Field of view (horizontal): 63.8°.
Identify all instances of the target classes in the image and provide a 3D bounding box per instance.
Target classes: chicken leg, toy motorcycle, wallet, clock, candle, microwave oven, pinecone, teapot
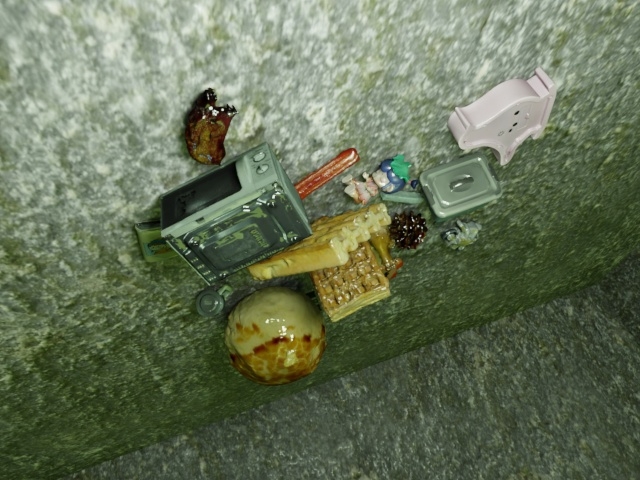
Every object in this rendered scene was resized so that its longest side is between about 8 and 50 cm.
[{"bbox_3d":[-0.236,-0.227,1.091,0.105,0.063,0.234,-3,149,-24],"label":"chicken leg"},{"bbox_3d":[0.554,-0.023,1.995,0.151,0.074,0.229,-35,148,17],"label":"toy motorcycle"},{"bbox_3d":[0.195,0.000,1.668,0.085,0.207,0.101,-20,-175,2],"label":"chicken leg"},{"bbox_3d":[-0.426,0.001,1.369,0.110,0.039,0.155,-12,151,-16],"label":"wallet"},{"bbox_3d":[0.499,-0.315,1.445,0.276,0.080,0.290,-23,151,2],"label":"clock"},{"bbox_3d":[-0.035,-0.145,1.387,0.329,0.048,0.051,-32,142,16],"label":"candle"},{"bbox_3d":[-0.198,-0.055,1.237,0.295,0.181,0.237,-26,133,6],"label":"microwave oven"},{"bbox_3d":[0.288,-0.037,1.725,0.121,0.140,0.140,23,134,-17],"label":"pinecone"},{"bbox_3d":[-0.347,0.207,1.735,0.124,0.092,0.091,-20,169,9],"label":"teapot"}]

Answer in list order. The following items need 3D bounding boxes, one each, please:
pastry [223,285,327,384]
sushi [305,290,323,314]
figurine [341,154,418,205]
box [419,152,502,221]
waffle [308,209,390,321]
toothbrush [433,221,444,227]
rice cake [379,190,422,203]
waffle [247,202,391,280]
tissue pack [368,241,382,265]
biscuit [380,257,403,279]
[{"bbox_3d":[-0.159,0.361,1.863,0.389,0.312,0.388,-7,135,-7],"label":"pastry"},{"bbox_3d":[-0.161,0.371,2.134,0.373,0.099,0.296,-21,152,-3],"label":"sushi"},{"bbox_3d":[0.168,-0.171,1.450,0.195,0.111,0.102,-23,141,15],"label":"figurine"},{"bbox_3d":[0.426,-0.159,1.587,0.227,0.162,0.130,-20,162,-4],"label":"box"},{"bbox_3d":[0.066,0.074,1.565,0.213,0.307,0.091,-26,147,5],"label":"waffle"},{"bbox_3d":[0.491,-0.136,1.803,0.030,0.030,0.297,20,138,-17],"label":"toothbrush"},{"bbox_3d":[0.257,-0.139,1.623,0.171,0.033,0.029,1,140,-36],"label":"rice cake"},{"bbox_3d":[0.000,0.000,1.389,0.304,0.077,0.348,-15,-167,36],"label":"waffle"},{"bbox_3d":[0.123,0.049,1.793,0.222,0.090,0.186,-22,149,-3],"label":"tissue pack"},{"bbox_3d":[0.210,0.143,2.076,0.250,0.036,0.165,-12,149,-18],"label":"biscuit"}]
